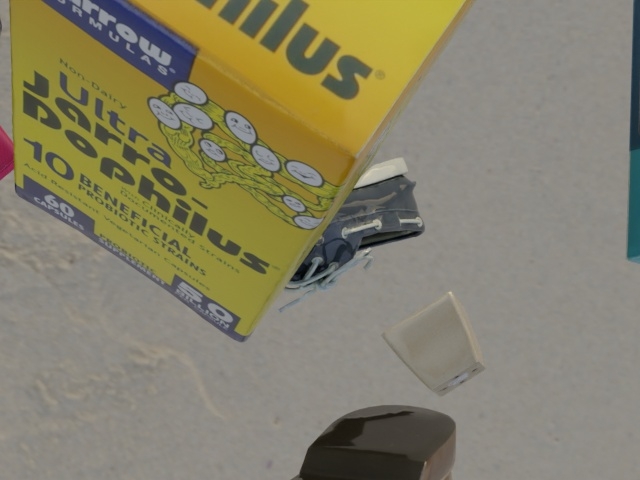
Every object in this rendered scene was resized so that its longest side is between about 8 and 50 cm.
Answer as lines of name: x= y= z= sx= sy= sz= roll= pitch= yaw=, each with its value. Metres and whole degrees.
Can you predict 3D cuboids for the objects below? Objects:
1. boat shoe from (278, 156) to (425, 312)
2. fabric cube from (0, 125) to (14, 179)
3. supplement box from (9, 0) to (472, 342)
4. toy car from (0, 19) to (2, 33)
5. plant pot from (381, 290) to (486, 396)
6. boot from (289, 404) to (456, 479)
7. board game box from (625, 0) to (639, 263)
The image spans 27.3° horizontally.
boat shoe: x=0.000 y=0.000 z=1.081 sx=0.254 sy=0.095 sz=0.079 roll=-25 pitch=89 yaw=-53
fabric cube: x=-0.520 y=-0.109 z=1.389 sx=0.254 sy=0.259 sz=0.258 roll=-44 pitch=113 yaw=-23
supplement box: x=-0.047 y=-0.106 z=0.772 sx=0.194 sy=0.356 sz=0.195 roll=34 pitch=68 yaw=0
toy car: x=-0.286 y=-0.226 z=1.117 sx=0.239 sy=0.225 sz=0.053 roll=-16 pitch=129 yaw=-41
plant pot: x=0.159 y=0.144 z=1.737 sx=0.109 sy=0.096 sz=0.109 roll=-33 pitch=161 yaw=5
boot: x=-0.004 y=0.195 z=0.733 sx=0.305 sy=0.112 sz=0.115 roll=-22 pitch=115 yaw=-57
board game box: x=0.359 y=-0.084 z=0.923 sx=0.336 sy=0.079 sz=0.254 roll=13 pitch=76 yaw=-33
